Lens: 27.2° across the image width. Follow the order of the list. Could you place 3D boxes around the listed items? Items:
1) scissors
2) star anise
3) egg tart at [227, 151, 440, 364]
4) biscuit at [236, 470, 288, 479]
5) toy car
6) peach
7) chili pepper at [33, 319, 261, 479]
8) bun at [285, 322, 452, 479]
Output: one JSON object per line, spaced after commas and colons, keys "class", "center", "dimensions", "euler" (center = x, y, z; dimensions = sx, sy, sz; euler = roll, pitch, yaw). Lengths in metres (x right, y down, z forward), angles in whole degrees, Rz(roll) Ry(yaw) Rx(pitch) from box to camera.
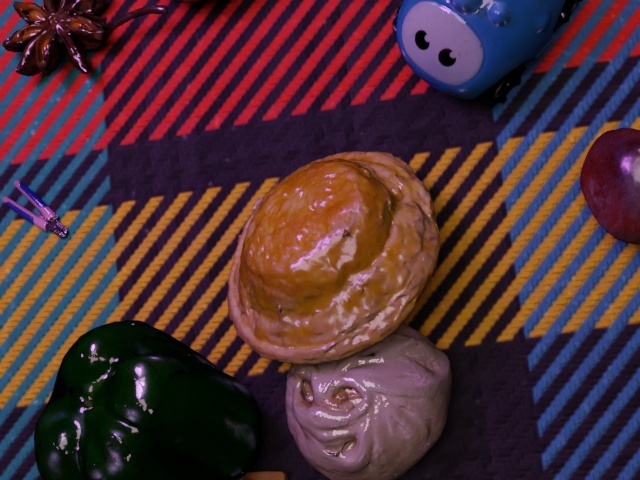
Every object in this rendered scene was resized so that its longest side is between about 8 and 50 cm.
{"class": "scissors", "center": [-0.400, -0.040, 1.868], "dimensions": [0.113, 0.012, 0.039], "euler": [35, 89, 17]}
{"class": "star anise", "center": [-0.344, -0.291, 1.866], "dimensions": [0.234, 0.073, 0.177], "euler": [24, 77, 32]}
{"class": "egg tart", "center": [0.000, 0.000, 1.660], "dimensions": [0.319, 0.128, 0.319], "euler": [-16, 49, 20]}
{"class": "biscuit", "center": [-0.125, 0.391, 1.709], "dimensions": [0.212, 0.041, 0.238], "euler": [40, 91, 19]}
{"class": "toy car", "center": [0.210, -0.310, 1.689], "dimensions": [0.188, 0.190, 0.255], "euler": [41, 92, 15]}
{"class": "peach", "center": [0.398, -0.079, 1.624], "dimensions": [0.152, 0.152, 0.152], "euler": [-2, 79, 12]}
{"class": "chili pepper", "center": [-0.216, 0.232, 1.645], "dimensions": [0.233, 0.257, 0.248], "euler": [5, 71, 29]}
{"class": "bun", "center": [0.050, 0.195, 1.660], "dimensions": [0.231, 0.133, 0.231], "euler": [-2, 80, 14]}
